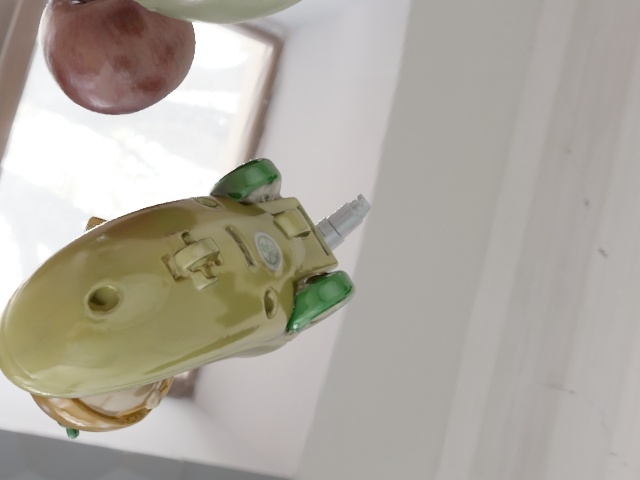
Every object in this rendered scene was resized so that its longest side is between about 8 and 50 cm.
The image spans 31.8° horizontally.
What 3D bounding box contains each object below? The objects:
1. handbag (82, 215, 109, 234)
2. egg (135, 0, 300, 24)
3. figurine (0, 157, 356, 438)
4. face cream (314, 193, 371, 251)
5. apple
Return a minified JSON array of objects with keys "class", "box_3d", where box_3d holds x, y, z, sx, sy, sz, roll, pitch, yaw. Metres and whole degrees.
[{"class":"handbag","box_3d":[-0.289,0.011,1.486,0.027,0.061,0.083,-91,-156,-53]},{"class":"egg","box_3d":[-0.093,-0.282,0.879,0.269,0.219,0.219,39,-67,24]},{"class":"figurine","box_3d":[-0.117,0.053,0.797,0.222,0.324,0.124,-35,-98,26]},{"class":"face cream","box_3d":[0.000,0.000,1.181,0.130,0.034,0.034,-40,-143,6]},{"class":"apple","box_3d":[-0.203,-0.200,1.107,0.120,0.153,0.153,74,0,-48]}]
